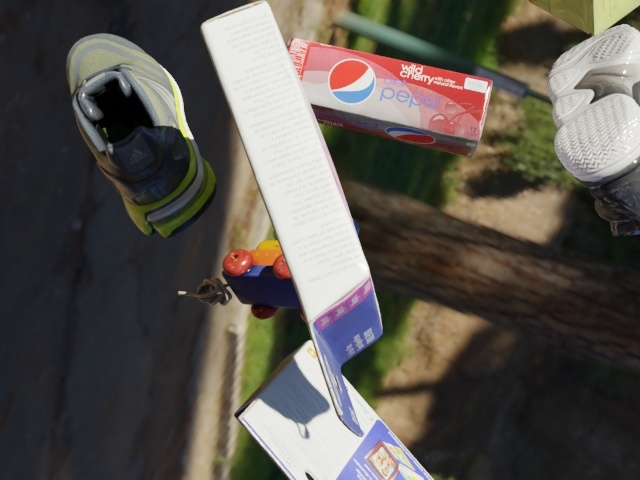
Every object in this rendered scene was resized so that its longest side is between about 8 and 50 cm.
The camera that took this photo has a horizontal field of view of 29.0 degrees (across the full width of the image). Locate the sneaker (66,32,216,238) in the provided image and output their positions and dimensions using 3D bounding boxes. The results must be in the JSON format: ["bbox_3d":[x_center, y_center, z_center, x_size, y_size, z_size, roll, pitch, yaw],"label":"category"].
[{"bbox_3d":[-0.194,-0.135,1.229,0.111,0.300,0.121,-34,135,-2],"label":"sneaker"}]

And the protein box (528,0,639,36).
[{"bbox_3d":[0.406,-0.439,1.749,0.201,0.136,0.200,-36,141,-18],"label":"protein box"}]

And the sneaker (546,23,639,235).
[{"bbox_3d":[0.295,-0.097,1.207,0.101,0.153,0.268,-22,-153,25],"label":"sneaker"}]

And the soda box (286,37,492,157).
[{"bbox_3d":[0.079,-0.181,1.567,0.092,0.263,0.083,84,19,-81],"label":"soda box"}]

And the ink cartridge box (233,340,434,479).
[{"bbox_3d":[0.020,0.308,1.665,0.072,0.303,0.307,-40,180,25],"label":"ink cartridge box"}]

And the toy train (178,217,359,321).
[{"bbox_3d":[-0.071,0.024,1.675,0.143,0.248,0.105,-56,132,-34],"label":"toy train"}]

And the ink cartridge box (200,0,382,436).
[{"bbox_3d":[0.000,0.000,1.085,0.324,0.071,0.330,68,1,-78],"label":"ink cartridge box"}]
